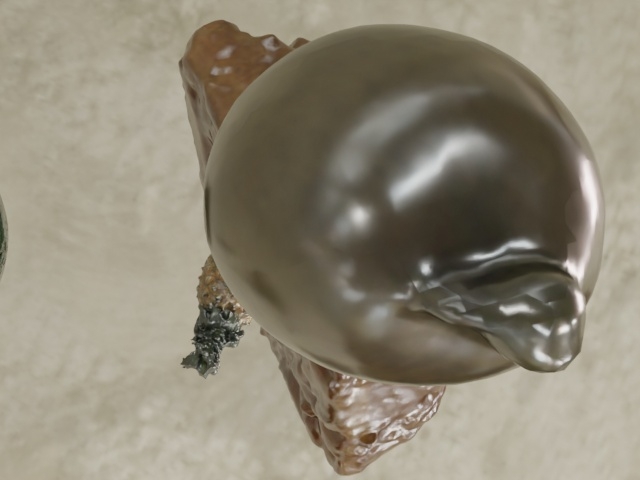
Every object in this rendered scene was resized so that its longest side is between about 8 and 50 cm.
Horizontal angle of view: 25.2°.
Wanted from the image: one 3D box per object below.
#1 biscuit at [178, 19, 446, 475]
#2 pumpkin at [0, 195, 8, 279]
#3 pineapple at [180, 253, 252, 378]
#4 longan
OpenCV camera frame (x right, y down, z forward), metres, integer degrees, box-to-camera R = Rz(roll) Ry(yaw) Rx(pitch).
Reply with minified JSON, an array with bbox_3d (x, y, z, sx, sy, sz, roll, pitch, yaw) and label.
[{"bbox_3d":[0.000,0.000,1.456,0.166,0.395,0.343,-22,148,-9],"label":"biscuit"},{"bbox_3d":[-0.447,-0.021,1.353,0.300,0.300,0.207,4,97,-50],"label":"pumpkin"},{"bbox_3d":[-0.132,0.100,1.971,0.108,0.108,0.198,59,40,-45],"label":"pineapple"},{"bbox_3d":[0.042,-0.009,0.629,0.184,0.204,0.159,-1,120,-36],"label":"longan"}]
